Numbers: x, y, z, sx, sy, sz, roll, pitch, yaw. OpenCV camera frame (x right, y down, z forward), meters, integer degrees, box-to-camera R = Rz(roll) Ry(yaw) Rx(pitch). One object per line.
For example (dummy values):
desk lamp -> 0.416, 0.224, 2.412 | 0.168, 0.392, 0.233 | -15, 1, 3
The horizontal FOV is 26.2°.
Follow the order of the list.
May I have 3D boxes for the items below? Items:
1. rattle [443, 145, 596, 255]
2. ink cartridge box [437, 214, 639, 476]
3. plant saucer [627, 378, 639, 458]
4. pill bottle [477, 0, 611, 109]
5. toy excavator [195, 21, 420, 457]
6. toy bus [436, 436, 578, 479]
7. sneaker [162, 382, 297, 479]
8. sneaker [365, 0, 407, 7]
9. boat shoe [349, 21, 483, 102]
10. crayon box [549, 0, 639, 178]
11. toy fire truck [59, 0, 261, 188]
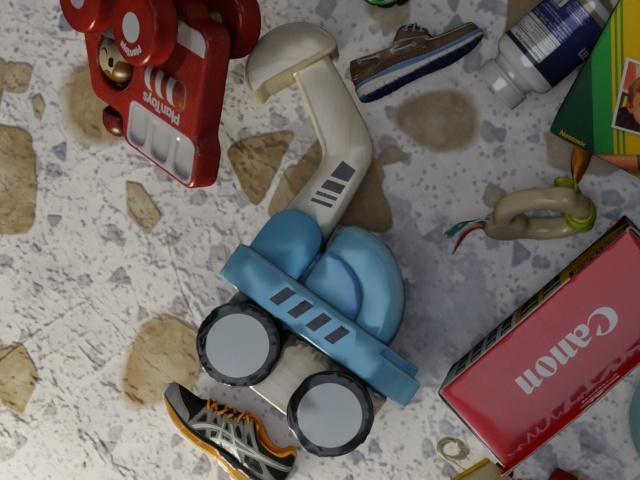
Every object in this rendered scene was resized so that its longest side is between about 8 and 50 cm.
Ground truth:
rattle -> 0.254, -0.066, 1.785 | 0.200, 0.130, 0.142 | -12, 81, 38
ink cartridge box -> 0.303, 0.123, 1.686 | 0.309, 0.272, 0.130 | -43, 86, 11
plant saucer -> 0.495, 0.230, 1.777 | 0.195, 0.037, 0.194 | 1, 94, 10
pill bottle -> 0.286, -0.247, 1.748 | 0.169, 0.094, 0.094 | -41, 87, 12
toy excavator -> 0.000, 0.000, 1.791 | 0.433, 0.222, 0.445 | 36, 86, 7
toy bus -> 0.237, 0.373, 1.801 | 0.191, 0.202, 0.104 | 7, 126, 3
sneaker -> -0.125, 0.261, 1.881 | 0.215, 0.084, 0.083 | 40, 98, -4
sneaker -> 0.129, -0.462, 1.735 | 0.134, 0.146, 0.343 | 20, 97, 9
boat shoe -> 0.121, -0.248, 1.795 | 0.183, 0.066, 0.066 | -25, 80, 7
crayon box -> 0.503, -0.185, 1.613 | 0.363, 0.106, 0.313 | 28, 130, 5
toy fire truck -> -0.223, -0.232, 1.793 | 0.302, 0.169, 0.253 | 33, 122, 40
